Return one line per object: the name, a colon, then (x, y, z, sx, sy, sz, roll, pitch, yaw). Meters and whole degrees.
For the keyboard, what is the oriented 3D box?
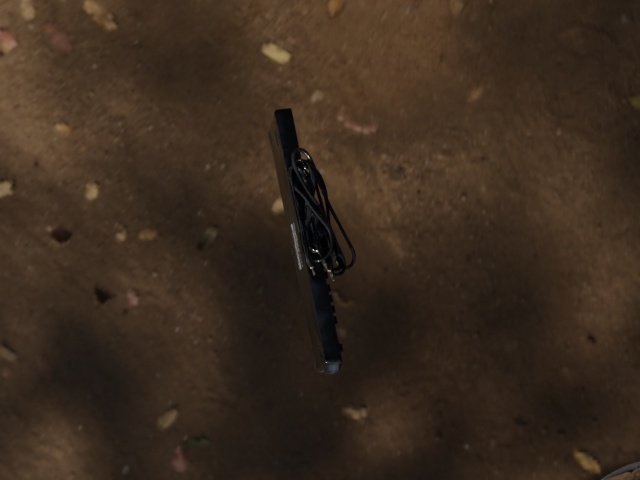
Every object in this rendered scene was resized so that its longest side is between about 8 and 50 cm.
keyboard: (0.000, 0.000, 0.878, 0.038, 0.100, 0.192, -12, 86, -8)

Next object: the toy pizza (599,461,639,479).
toy pizza: (0.160, 0.216, 0.692, 0.032, 0.201, 0.201, 26, 119, -17)
